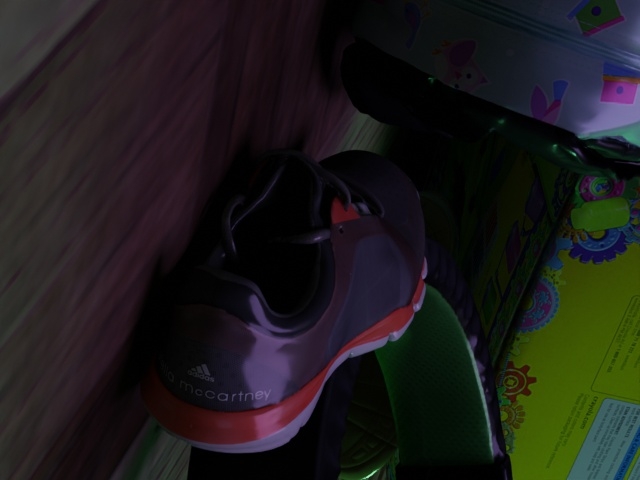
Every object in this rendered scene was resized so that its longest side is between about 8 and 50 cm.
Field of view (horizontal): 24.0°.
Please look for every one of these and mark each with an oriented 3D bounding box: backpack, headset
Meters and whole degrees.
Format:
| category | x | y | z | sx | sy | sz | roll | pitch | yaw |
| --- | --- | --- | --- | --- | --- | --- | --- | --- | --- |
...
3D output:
| category | x | y | z | sx | sy | sz | roll | pitch | yaw |
| --- | --- | --- | --- | --- | --- | --- | --- | --- | --- |
| backpack | 0.081 | -0.083 | 0.524 | 0.182 | 0.152 | 0.115 | -8 | 115 | -66 |
| headset | 0.003 | 0.196 | 0.577 | 0.243 | 0.185 | 0.394 | -14 | 99 | -69 |

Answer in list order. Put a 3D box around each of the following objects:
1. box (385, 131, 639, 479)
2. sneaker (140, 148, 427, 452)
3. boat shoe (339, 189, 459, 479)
| category | x | y | z | sx | sy | sz | roll | pitch | yaw |
| --- | --- | --- | --- | --- | --- | --- | --- | --- | --- |
| box | 0.157 | 0.029 | 0.862 | 0.279 | 0.177 | 0.290 | -92 | -163 | -58 |
| sneaker | 0.000 | 0.000 | 0.453 | 0.158 | 0.061 | 0.065 | -56 | 159 | -57 |
| boat shoe | 0.041 | 0.051 | 0.825 | 0.059 | 0.063 | 0.170 | -34 | 145 | -65 |
